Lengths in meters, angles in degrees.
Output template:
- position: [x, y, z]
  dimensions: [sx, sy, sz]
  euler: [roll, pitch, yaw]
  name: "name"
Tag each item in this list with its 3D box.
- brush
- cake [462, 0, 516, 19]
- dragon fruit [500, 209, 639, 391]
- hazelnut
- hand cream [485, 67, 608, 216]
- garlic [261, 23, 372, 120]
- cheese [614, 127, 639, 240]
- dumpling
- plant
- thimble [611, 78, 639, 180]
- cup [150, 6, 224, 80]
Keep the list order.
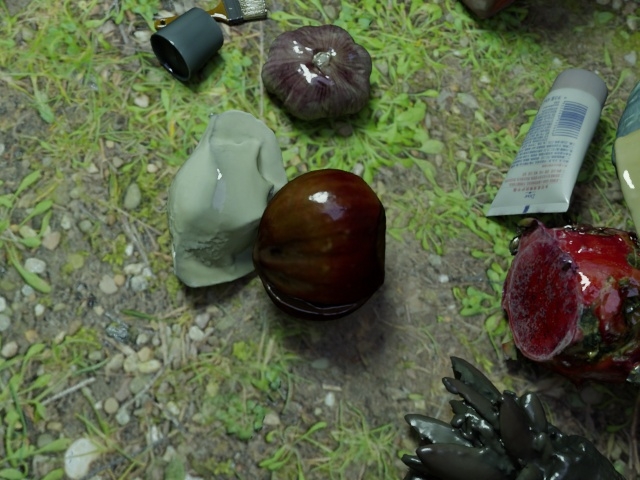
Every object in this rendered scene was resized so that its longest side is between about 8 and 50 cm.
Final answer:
- position: [-0.165, -0.338, 1.077]
  dimensions: [0.169, 0.014, 0.043]
  euler: [-15, 75, -11]
  name: "brush"
- position: [0.312, -0.520, 1.085]
  dimensions: [0.309, 0.237, 0.230]
  euler: [-34, 78, -13]
  name: "cake"
- position: [0.320, 0.075, 0.936]
  dimensions: [0.147, 0.211, 0.282]
  euler: [-6, 50, -10]
  name: "dragon fruit"
- position: [0.000, 0.000, 0.903]
  dimensions: [0.178, 0.204, 0.178]
  euler: [3, 57, -5]
  name: "hazelnut"
- position: [0.340, -0.133, 1.039]
  dimensions: [0.083, 0.133, 0.248]
  euler: [41, 67, -27]
  name: "hand cream"
- position: [0.000, -0.241, 1.025]
  dimensions: [0.159, 0.102, 0.147]
  euler: [22, 71, -2]
  name: "garlic"
- position: [0.532, 0.042, 0.891]
  dimensions: [0.384, 0.104, 0.384]
  euler: [23, 53, -33]
  name: "cheese"
- position: [-0.115, -0.044, 0.954]
  dimensions: [0.166, 0.126, 0.216]
  euler: [17, 60, -31]
  name: "dumpling"
- position: [0.240, 0.293, 0.855]
  dimensions: [0.320, 0.194, 0.182]
  euler: [35, 69, 0]
  name: "plant"
- position: [0.550, -0.140, 1.019]
  dimensions: [0.250, 0.205, 0.172]
  euler: [25, 67, 6]
  name: "thimble"
- position: [-0.196, -0.286, 1.032]
  dimensions: [0.100, 0.078, 0.077]
  euler: [27, 63, 33]
  name: "cup"
